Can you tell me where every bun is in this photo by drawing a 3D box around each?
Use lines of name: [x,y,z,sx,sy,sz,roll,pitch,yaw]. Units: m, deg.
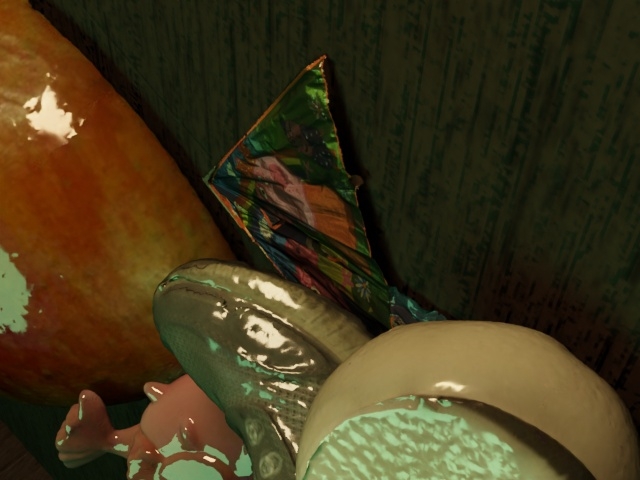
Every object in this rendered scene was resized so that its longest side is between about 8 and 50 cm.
bun: [0.078,0.108,0.715,0.172,0.120,0.173,13,125,19]

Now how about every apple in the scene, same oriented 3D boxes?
apple: [-0.201,-0.026,1.034,0.346,0.179,0.254,47,123,12]

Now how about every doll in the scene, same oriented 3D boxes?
doll: [-0.053,0.156,1.008,0.262,0.093,0.211,15,118,1]

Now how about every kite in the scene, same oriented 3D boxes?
kite: [0.000,0.000,0.858,0.234,0.016,0.321,34,153,42]

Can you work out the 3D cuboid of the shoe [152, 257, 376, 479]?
shoe: [0.006,0.160,0.836,0.336,0.171,0.132,37,154,13]
